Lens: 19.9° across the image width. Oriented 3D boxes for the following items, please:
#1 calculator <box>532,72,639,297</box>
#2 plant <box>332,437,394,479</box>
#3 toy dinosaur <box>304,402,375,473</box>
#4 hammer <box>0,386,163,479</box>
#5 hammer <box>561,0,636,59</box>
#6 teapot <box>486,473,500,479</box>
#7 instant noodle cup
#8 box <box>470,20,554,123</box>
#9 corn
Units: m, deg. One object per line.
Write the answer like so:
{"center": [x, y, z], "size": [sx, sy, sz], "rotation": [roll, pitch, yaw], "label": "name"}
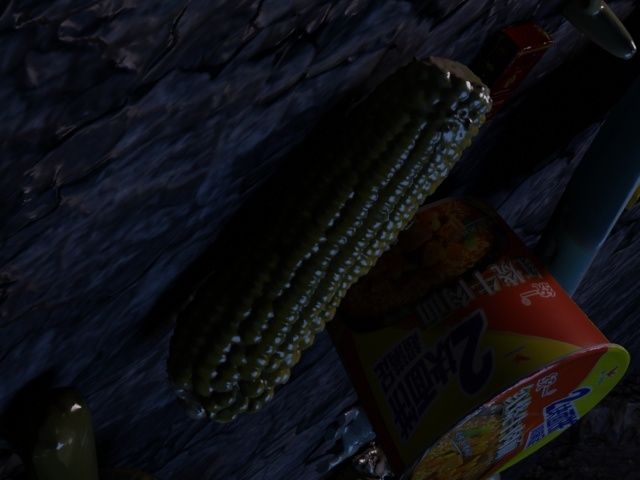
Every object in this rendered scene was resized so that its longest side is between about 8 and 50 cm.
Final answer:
{"center": [0.282, -0.104, 1.532], "size": [0.386, 0.054, 0.256], "rotation": [-52, 170, -25], "label": "calculator"}
{"center": [0.079, 0.286, 2.077], "size": [0.116, 0.122, 0.104], "rotation": [-56, 173, 17], "label": "plant"}
{"center": [0.059, 0.174, 1.853], "size": [0.209, 0.039, 0.082], "rotation": [-40, 172, 30], "label": "toy dinosaur"}
{"center": [-0.168, 0.195, 1.210], "size": [0.305, 0.113, 0.202], "rotation": [91, 23, -53], "label": "hammer"}
{"center": [0.199, -0.188, 1.225], "size": [0.028, 0.060, 0.195], "rotation": [-39, 160, -15], "label": "hammer"}
{"center": [0.130, 0.318, 2.273], "size": [0.193, 0.129, 0.294], "rotation": [-32, 159, -37], "label": "teapot"}
{"center": [0.105, 0.078, 1.416], "size": [0.213, 0.174, 0.213], "rotation": [-28, 158, -12], "label": "instant noodle cup"}
{"center": [0.122, -0.114, 1.273], "size": [0.051, 0.023, 0.082], "rotation": [-23, 155, -54], "label": "box"}
{"center": [0.000, 0.000, 1.158], "size": [0.288, 0.086, 0.086], "rotation": [-50, 164, 16], "label": "corn"}
